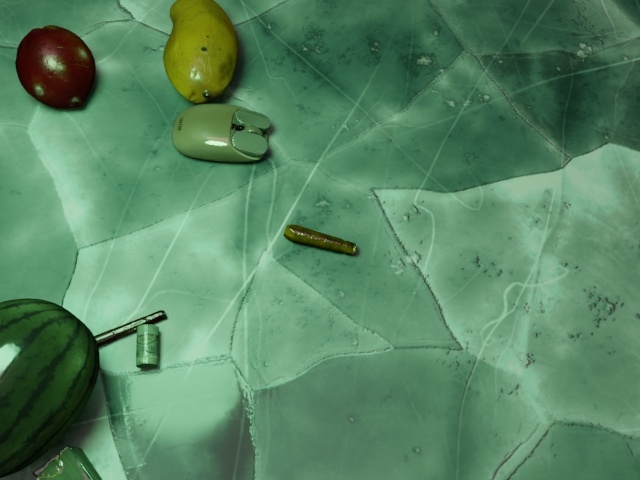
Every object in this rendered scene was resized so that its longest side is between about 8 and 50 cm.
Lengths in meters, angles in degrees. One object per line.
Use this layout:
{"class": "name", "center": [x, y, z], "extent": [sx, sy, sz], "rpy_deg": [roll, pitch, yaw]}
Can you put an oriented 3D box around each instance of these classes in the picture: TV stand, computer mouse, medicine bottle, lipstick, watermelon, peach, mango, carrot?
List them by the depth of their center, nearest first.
{"class": "watermelon", "center": [-0.577, 0.272, 1.099], "extent": [0.279, 0.279, 0.359], "rpy_deg": [31, 66, 10]}
{"class": "TV stand", "center": [-0.407, 0.507, 1.105], "extent": [0.083, 0.088, 0.269], "rpy_deg": [-38, 73, -17]}
{"class": "medicine bottle", "center": [-0.360, 0.221, 1.262], "extent": [0.047, 0.047, 0.083], "rpy_deg": [-3, 66, -5]}
{"class": "lipstick", "center": [-0.413, 0.188, 1.285], "extent": [0.177, 0.027, 0.027], "rpy_deg": [-22, 69, -14]}
{"class": "carrot", "center": [0.000, 0.000, 1.393], "extent": [0.171, 0.042, 0.042], "rpy_deg": [15, 65, 0]}
{"class": "peach", "center": [-0.634, -0.412, 1.466], "extent": [0.198, 0.197, 0.197], "rpy_deg": [1, 66, -3]}
{"class": "computer mouse", "center": [-0.241, -0.262, 1.471], "extent": [0.237, 0.082, 0.145], "rpy_deg": [6, 65, 0]}
{"class": "mango", "center": [-0.300, -0.493, 1.539], "extent": [0.187, 0.144, 0.359], "rpy_deg": [-3, 61, 1]}
